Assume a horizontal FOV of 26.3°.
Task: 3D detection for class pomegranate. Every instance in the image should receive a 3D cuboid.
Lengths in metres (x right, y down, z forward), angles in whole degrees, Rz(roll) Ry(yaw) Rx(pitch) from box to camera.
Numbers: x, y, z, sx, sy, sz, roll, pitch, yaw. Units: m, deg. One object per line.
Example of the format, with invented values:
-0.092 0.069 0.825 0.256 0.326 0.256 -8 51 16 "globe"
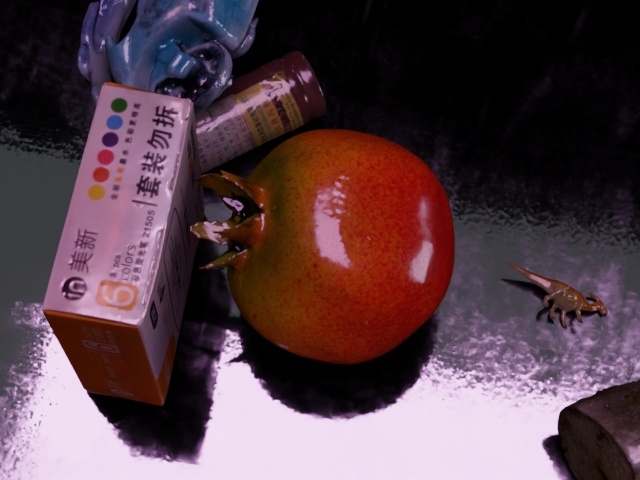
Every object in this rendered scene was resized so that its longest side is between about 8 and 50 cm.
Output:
0.000 0.000 1.276 0.256 0.221 0.221 19 66 -26 "pomegranate"

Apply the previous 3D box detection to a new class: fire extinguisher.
-0.124 -0.113 1.420 0.252 0.106 0.075 -27 109 -9 "fire extinguisher"

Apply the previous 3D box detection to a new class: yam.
0.362 0.179 1.252 0.254 0.154 0.154 -15 69 -7 "yam"

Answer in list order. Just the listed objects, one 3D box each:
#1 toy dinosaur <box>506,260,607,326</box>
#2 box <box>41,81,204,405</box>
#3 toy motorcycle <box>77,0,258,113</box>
0.232 0.056 1.360 0.113 0.026 0.041 22 63 -1 "toy dinosaur"
-0.171 0.012 1.254 0.091 0.274 0.221 10 71 1 "box"
-0.151 -0.239 1.415 0.206 0.154 0.260 -1 63 33 "toy motorcycle"
